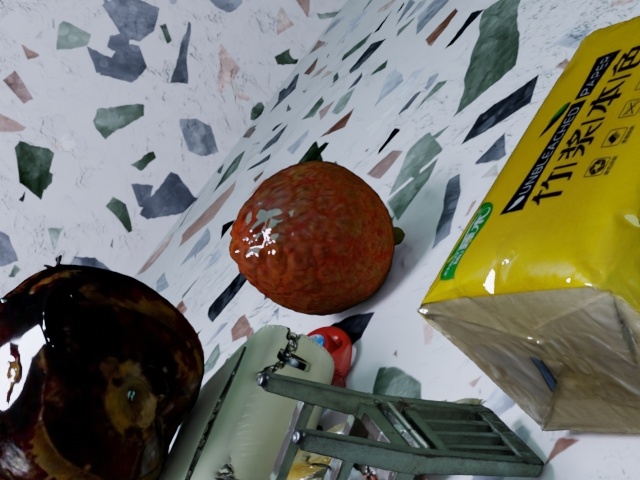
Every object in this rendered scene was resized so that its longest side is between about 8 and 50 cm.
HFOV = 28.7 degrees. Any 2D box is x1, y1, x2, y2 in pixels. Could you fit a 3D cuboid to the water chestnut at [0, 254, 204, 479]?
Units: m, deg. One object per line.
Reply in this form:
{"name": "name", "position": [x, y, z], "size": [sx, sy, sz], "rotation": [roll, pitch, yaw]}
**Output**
{"name": "water chestnut", "position": [-0.326, 0.197, 1.607], "size": [0.347, 0.335, 0.335], "rotation": [-25, 27, 38]}

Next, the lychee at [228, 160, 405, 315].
{"name": "lychee", "position": [0.000, 0.000, 1.903], "size": [0.255, 0.300, 0.255], "rotation": [-24, 61, 51]}

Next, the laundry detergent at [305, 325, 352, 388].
{"name": "laundry detergent", "position": [0.010, 0.176, 1.777], "size": [0.097, 0.049, 0.165], "rotation": [-45, 19, 0]}

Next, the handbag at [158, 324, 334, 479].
{"name": "handbag", "position": [-0.112, 0.301, 1.583], "size": [0.237, 0.160, 0.358], "rotation": [-55, 9, 42]}

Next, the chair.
{"name": "chair", "position": [0.057, 0.236, 1.230], "size": [0.136, 0.270, 0.147], "rotation": [45, 119, 61]}

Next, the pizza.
{"name": "pizza", "position": [0.065, 0.223, 1.401], "size": [0.262, 0.034, 0.181], "rotation": [-22, 4, 28]}

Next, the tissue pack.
{"name": "tissue pack", "position": [0.310, -0.030, 1.161], "size": [0.382, 0.228, 0.293], "rotation": [-56, 20, -22]}
